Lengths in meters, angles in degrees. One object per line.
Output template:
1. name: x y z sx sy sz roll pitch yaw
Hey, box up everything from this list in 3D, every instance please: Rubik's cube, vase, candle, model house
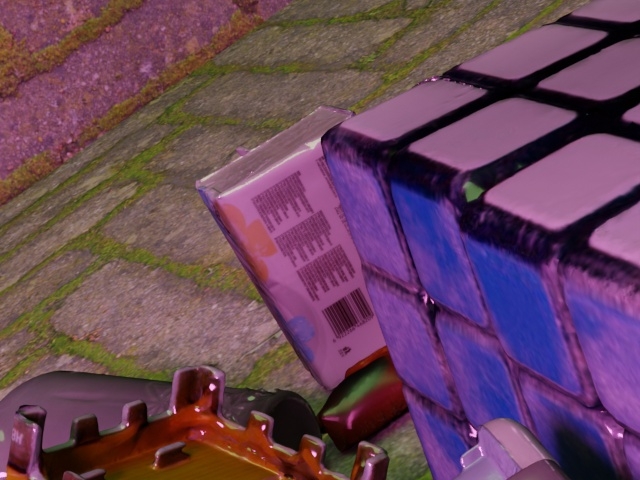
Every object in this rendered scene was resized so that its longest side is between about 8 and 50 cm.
1. Rubik's cube: 0.253 0.050 0.735 0.343 0.344 0.337 -29 24 -17
2. vase: -0.140 0.190 1.284 0.300 0.156 0.251 -7 5 36
3. candle: 0.123 0.089 1.259 0.301 0.059 0.084 -33 33 -1
4. model house: -0.089 0.222 0.930 0.198 0.215 0.224 23 20 32

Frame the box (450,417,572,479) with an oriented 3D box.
1. box: 0.103 0.204 0.602 0.130 0.227 0.162 -30 39 -8

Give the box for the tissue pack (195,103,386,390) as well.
1. tissue pack: 0.000 0.000 1.377 0.159 0.229 0.145 -33 21 -8
